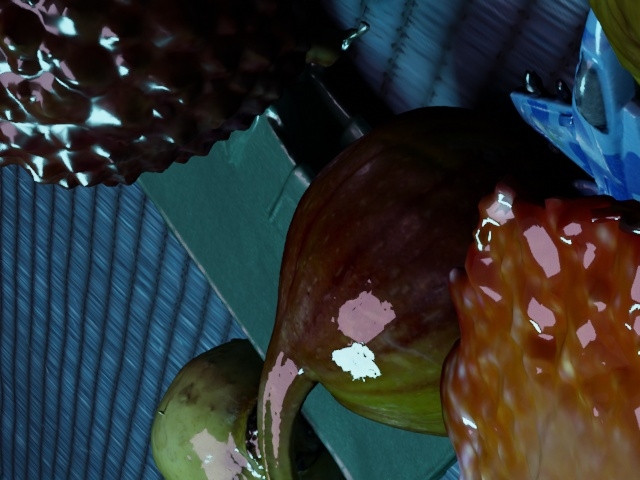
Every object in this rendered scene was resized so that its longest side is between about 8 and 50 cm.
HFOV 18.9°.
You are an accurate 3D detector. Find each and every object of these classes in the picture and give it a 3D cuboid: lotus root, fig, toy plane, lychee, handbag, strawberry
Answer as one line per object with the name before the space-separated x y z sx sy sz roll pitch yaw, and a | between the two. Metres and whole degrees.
lotus root | -0.046 0.152 1.403 0.160 0.146 0.284 36 167 -2
fig | 0.036 0.034 0.988 0.175 0.207 0.175 -26 -90 -89
toy plane | 0.138 -0.047 0.822 0.169 0.078 0.246 45 162 29
lychee | -0.113 -0.153 0.996 0.300 0.264 0.264 26 170 -23
handbag | 0.000 0.000 1.197 0.326 0.089 0.238 55 159 10
strawberry | 0.148 0.072 0.602 0.234 0.178 0.234 167 90 -68

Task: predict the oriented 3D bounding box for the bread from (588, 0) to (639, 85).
bread | 0.173 -0.114 0.508 0.370 0.191 0.314 27 145 56
